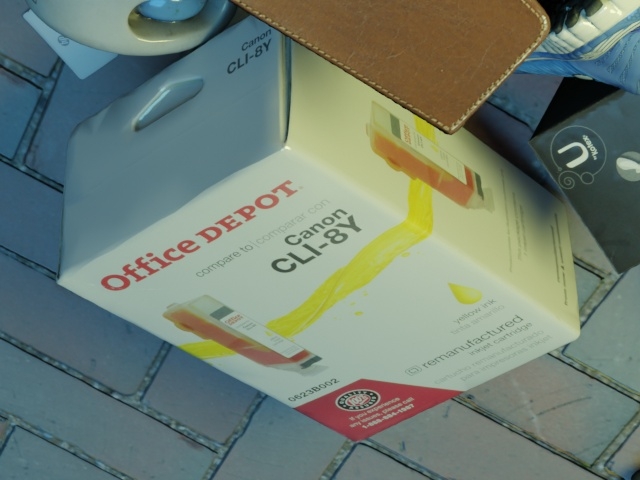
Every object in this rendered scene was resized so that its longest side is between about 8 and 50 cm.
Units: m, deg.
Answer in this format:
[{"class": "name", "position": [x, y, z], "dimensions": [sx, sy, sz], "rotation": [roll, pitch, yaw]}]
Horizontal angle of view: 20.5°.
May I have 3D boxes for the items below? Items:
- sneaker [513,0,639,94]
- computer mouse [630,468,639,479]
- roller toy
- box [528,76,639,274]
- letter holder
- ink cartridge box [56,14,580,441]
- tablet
[{"class": "sneaker", "position": [0.212, -0.158, 1.329], "dimensions": [0.147, 0.330, 0.130], "rotation": [27, 90, -14]}, {"class": "computer mouse", "position": [0.399, 0.304, 1.819], "dimensions": [0.071, 0.041, 0.242], "rotation": [-20, 125, 38]}, {"class": "roller toy", "position": [-0.157, -0.250, 1.472], "dimensions": [0.209, 0.191, 0.146], "rotation": [17, 129, 4]}, {"class": "box", "position": [0.327, -0.116, 1.429], "dimensions": [0.270, 0.165, 0.143], "rotation": [-30, 103, 30]}, {"class": "letter holder", "position": [0.035, -0.252, 1.193], "dimensions": [0.302, 0.152, 0.214], "rotation": [29, 126, -22]}, {"class": "ink cartridge box", "position": [0.000, 0.000, 1.548], "dimensions": [0.279, 0.160, 0.384], "rotation": [-29, 136, 33]}, {"class": "tablet", "position": [-0.234, -0.193, 1.657], "dimensions": [0.054, 0.006, 0.083], "rotation": [-29, 113, 32]}]
